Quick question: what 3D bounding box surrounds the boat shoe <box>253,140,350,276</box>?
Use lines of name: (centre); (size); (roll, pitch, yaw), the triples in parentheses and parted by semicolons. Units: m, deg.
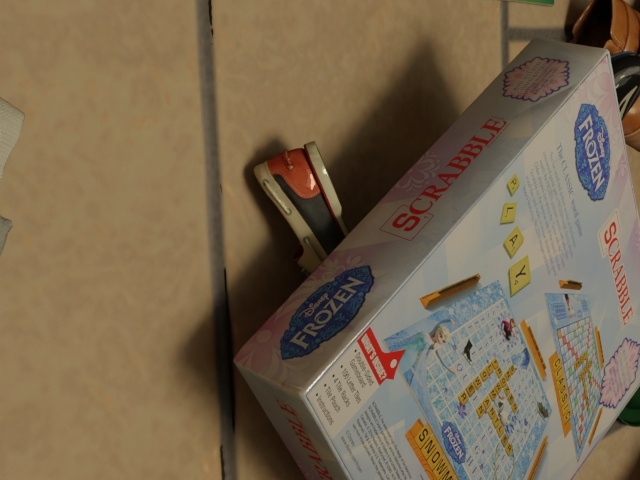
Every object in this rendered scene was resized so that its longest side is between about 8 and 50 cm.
boat shoe: (0.000, 0.000, 0.674); (0.043, 0.049, 0.137); (-22, 121, 1)

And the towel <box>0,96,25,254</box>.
towel: (-0.272, 0.015, 0.361); (0.324, 0.056, 0.312); (31, 71, -46)

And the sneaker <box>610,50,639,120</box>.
sneaker: (0.224, -0.076, 0.867); (0.188, 0.078, 0.067); (-54, 131, -14)

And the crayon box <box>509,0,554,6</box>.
crayon box: (0.162, -0.350, 0.787); (0.203, 0.083, 0.323); (-9, 101, -47)

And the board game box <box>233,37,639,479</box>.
board game box: (0.120, 0.080, 0.733); (0.318, 0.066, 0.319); (-46, 134, -24)

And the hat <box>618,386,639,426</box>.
hat: (0.406, 0.118, 1.031); (0.208, 0.183, 0.173); (26, 75, -46)

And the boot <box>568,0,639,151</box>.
boot: (0.294, -0.194, 0.961); (0.152, 0.073, 0.197); (29, 70, -41)
